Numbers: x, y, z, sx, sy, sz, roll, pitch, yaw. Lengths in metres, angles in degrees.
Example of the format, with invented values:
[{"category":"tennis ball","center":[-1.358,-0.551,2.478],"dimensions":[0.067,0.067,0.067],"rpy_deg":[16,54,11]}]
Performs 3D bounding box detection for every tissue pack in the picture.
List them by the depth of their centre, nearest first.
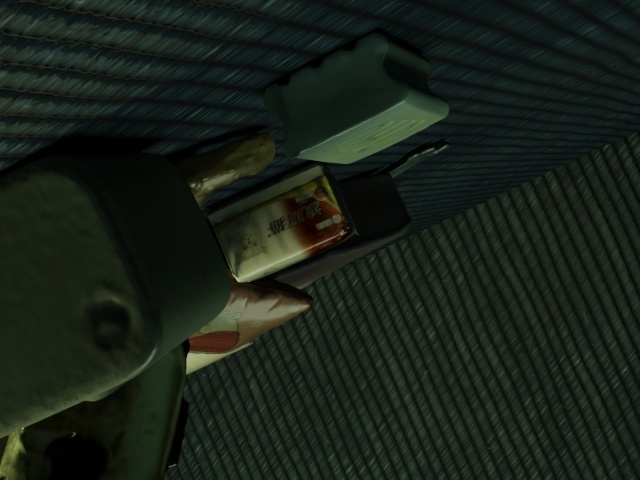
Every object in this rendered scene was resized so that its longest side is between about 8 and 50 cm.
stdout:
[{"category":"tissue pack","center":[-0.043,-0.020,1.766],"dimensions":[0.149,0.099,0.106],"rpy_deg":[-25,175,6]}]

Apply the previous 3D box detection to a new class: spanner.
[{"category":"spanner","center":[0.081,-0.083,2.159],"dimensions":[0.071,0.017,0.302],"rpy_deg":[-19,173,-40]}]

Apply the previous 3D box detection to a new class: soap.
[{"category":"soap","center":[0.034,-0.118,1.283],"dimensions":[0.119,0.066,0.198],"rpy_deg":[-27,174,14]},{"category":"soap","center":[-0.061,0.022,2.099],"dimensions":[0.285,0.107,0.296],"rpy_deg":[-19,174,-39]}]

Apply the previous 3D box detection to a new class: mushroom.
[{"category":"mushroom","center":[-0.250,0.162,1.540],"dimensions":[0.130,0.344,0.247],"rpy_deg":[-10,161,37]}]

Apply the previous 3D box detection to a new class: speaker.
[{"category":"speaker","center":[-0.281,0.073,1.228],"dimensions":[0.406,0.183,0.184],"rpy_deg":[-25,-179,21]}]

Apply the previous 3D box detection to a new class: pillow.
[{"category":"pillow","center":[-0.161,0.090,1.892],"dimensions":[0.236,0.084,0.223],"rpy_deg":[13,151,-29]}]

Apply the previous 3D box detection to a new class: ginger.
[{"category":"ginger","center":[-0.153,-0.018,1.415],"dimensions":[0.149,0.065,0.258],"rpy_deg":[-13,158,-43]}]

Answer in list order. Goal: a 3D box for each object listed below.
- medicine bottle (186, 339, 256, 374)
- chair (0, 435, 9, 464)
[{"category":"medicine bottle","center":[-0.231,0.150,2.459],"dimensions":[0.258,0.143,0.143],"rpy_deg":[-27,174,29]},{"category":"chair","center":[-0.428,0.203,1.613],"dimensions":[0.226,0.226,0.401],"rpy_deg":[-24,174,-1]}]
